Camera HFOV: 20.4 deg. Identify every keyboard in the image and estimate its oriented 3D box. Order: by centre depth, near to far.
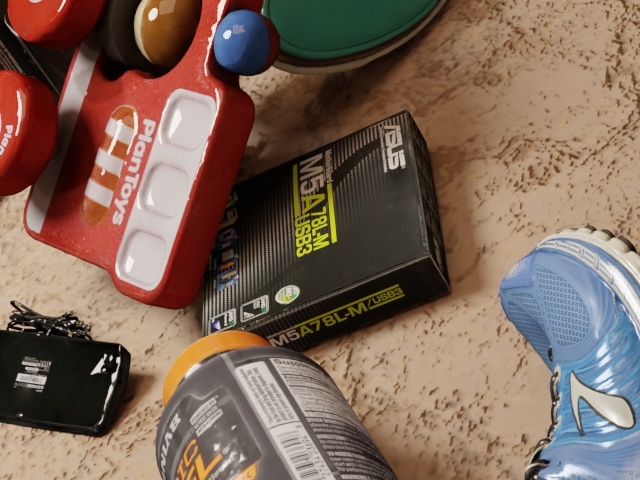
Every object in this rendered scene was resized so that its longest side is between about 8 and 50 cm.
[{"bbox_3d":[-0.213,0.103,1.410,0.192,0.038,0.100,4,71,40],"label":"keyboard"}]

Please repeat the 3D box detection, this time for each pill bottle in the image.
[{"bbox_3d":[-0.026,0.151,1.104,0.130,0.130,0.245,-33,33,-2],"label":"pill bottle"}]

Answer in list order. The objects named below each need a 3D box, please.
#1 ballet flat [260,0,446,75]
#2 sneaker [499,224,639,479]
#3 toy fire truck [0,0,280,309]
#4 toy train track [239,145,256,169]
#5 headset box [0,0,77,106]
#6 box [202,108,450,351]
[{"bbox_3d":[0.068,-0.268,1.588,0.400,0.139,0.139,-43,35,-24],"label":"ballet flat"},{"bbox_3d":[0.163,0.111,1.009,0.147,0.129,0.330,-29,34,0],"label":"sneaker"},{"bbox_3d":[-0.135,-0.114,1.418,0.254,0.169,0.302,21,91,46],"label":"toy fire truck"},{"bbox_3d":[-0.085,-0.071,1.536,0.083,0.014,0.048,-3,50,43],"label":"toy train track"},{"bbox_3d":[-0.329,-0.200,1.706,0.110,0.218,0.293,-44,36,-16],"label":"headset box"},{"bbox_3d":[0.000,0.000,1.351,0.184,0.045,0.190,-24,35,16],"label":"box"}]
